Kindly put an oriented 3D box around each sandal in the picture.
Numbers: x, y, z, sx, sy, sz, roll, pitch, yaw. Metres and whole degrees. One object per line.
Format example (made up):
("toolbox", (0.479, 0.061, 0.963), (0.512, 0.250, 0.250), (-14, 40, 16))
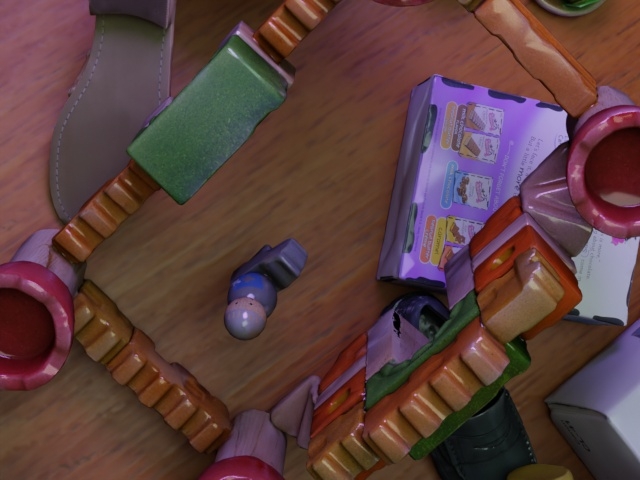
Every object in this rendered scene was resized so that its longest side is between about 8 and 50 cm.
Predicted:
("sandal", (-0.143, -0.124, 1.175), (0.088, 0.079, 0.240), (16, 115, 6))

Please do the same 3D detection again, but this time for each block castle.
("block castle", (0.000, 0.000, 1.051), (0.453, 0.213, 0.303), (-43, 101, 14))

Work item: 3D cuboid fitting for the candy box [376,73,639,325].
("candy box", (0.160, -0.028, 1.250), (0.196, 0.070, 0.165), (13, 84, -12))

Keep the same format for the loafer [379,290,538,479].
("loafer", (0.118, 0.142, 1.225), (0.076, 0.078, 0.223), (-30, 94, -13))

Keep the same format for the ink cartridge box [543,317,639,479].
("ink cartridge box", (0.377, 0.126, 1.264), (0.306, 0.131, 0.226), (-40, 97, -14))

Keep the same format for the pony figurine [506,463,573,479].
("pony figurine", (0.280, 0.359, 1.113), (0.302, 0.351, 0.364), (-24, 106, -47))

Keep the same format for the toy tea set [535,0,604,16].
("toy tea set", (0.235, -0.303, 1.256), (0.336, 0.124, 0.200), (-36, 96, -13))
